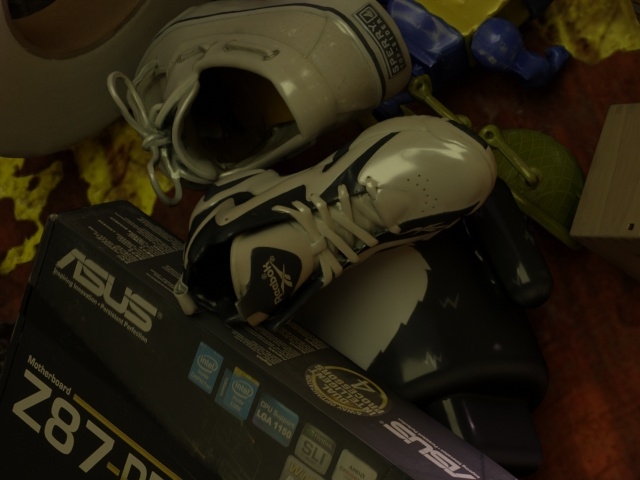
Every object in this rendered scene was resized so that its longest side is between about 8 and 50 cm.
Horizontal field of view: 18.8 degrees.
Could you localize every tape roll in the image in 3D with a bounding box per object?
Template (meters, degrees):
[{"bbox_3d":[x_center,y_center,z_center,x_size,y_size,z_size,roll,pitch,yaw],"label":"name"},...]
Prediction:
[{"bbox_3d":[-0.202,-0.254,1.547,0.072,0.392,0.392,30,82,27],"label":"tape roll"}]

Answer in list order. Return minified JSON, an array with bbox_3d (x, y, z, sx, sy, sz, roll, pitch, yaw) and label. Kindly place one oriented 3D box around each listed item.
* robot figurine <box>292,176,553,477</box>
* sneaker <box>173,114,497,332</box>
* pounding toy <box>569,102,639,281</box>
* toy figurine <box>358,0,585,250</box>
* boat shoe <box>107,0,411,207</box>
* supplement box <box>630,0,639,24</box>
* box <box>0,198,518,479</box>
[{"bbox_3d":[0.065,0.063,1.445,0.209,0.173,0.278,-18,64,-2],"label":"robot figurine"},{"bbox_3d":[0.000,0.000,1.306,0.235,0.094,0.153,-8,31,24],"label":"sneaker"},{"bbox_3d":[0.283,-0.033,1.439,0.100,0.141,0.130,2,67,50],"label":"pounding toy"},{"bbox_3d":[0.118,-0.182,1.525,0.362,0.191,0.217,37,80,27],"label":"toy figurine"},{"bbox_3d":[-0.084,-0.094,1.486,0.156,0.136,0.367,-38,18,-26],"label":"boat shoe"},{"bbox_3d":[0.329,-0.258,1.375,0.194,0.356,0.195,21,78,26],"label":"supplement box"},{"bbox_3d":[-0.078,0.202,1.404,0.395,0.097,0.318,35,117,27],"label":"box"}]
